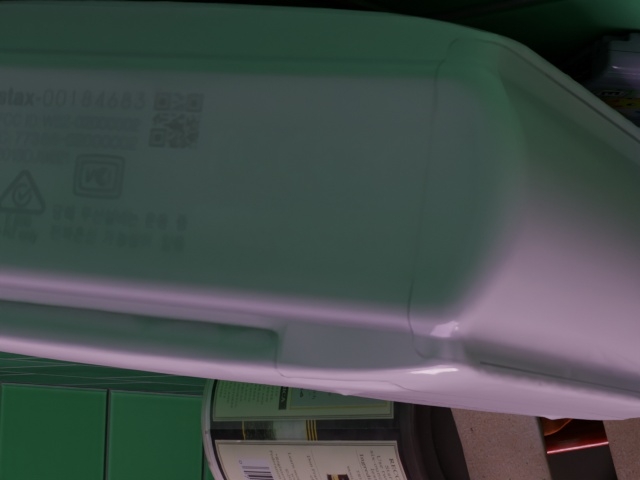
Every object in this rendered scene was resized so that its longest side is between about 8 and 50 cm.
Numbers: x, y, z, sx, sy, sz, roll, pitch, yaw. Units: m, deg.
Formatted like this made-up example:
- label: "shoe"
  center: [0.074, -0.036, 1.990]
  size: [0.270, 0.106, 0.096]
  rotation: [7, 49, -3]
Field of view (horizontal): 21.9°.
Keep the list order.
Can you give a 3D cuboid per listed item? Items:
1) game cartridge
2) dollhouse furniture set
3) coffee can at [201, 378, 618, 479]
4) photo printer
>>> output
- label: "game cartridge"
  center: [0.109, -0.053, 0.569]
  size: [0.056, 0.017, 0.083]
  rotation: [-1, 173, -12]
- label: "dollhouse furniture set"
  center: [0.221, 0.085, 0.888]
  size: [0.259, 0.135, 0.262]
  rotation: [-14, -178, 24]
- label: "coffee can"
  center: [0.066, 0.124, 1.182]
  size: [0.202, 0.201, 0.275]
  rotation: [6, 171, -32]
- label: "photo printer"
  center: [0.000, 0.000, 0.587]
  size: [0.256, 0.107, 0.307]
  rotation: [5, 174, 27]
